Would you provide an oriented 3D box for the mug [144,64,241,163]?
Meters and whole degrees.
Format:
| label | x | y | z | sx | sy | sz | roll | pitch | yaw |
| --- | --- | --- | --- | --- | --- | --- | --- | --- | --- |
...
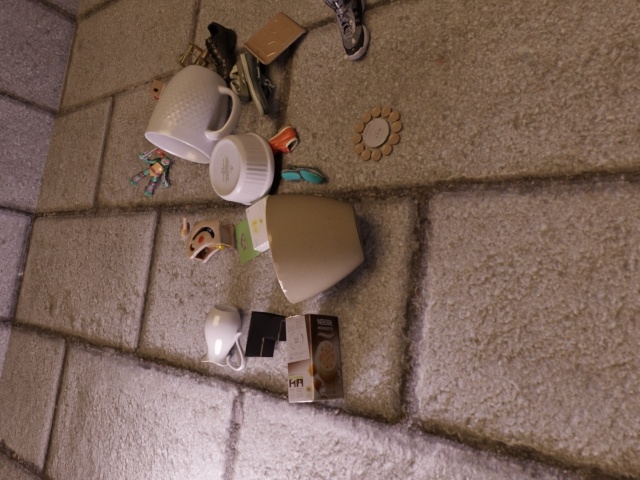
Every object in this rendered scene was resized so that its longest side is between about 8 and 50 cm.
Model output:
| label | x | y | z | sx | sy | sz | roll | pitch | yaw |
| --- | --- | --- | --- | --- | --- | --- | --- | --- | --- |
| mug | -0.473 | -0.507 | 2.015 | 0.374 | 0.276 | 0.327 | 13 | 80 | 31 |

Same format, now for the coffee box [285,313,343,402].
| label | x | y | z | sx | sy | sz | roll | pitch | yaw |
| --- | --- | --- | --- | --- | --- | --- | --- | --- | --- |
| coffee box | -0.019 | 0.349 | 1.509 | 0.098 | 0.141 | 0.246 | -16 | 70 | 36 |

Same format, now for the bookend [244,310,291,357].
| label | x | y | z | sx | sy | sz | roll | pitch | yaw |
| --- | --- | --- | --- | --- | --- | --- | --- | --- | --- |
| bookend | -0.161 | 0.321 | 1.675 | 0.157 | 0.072 | 0.156 | 3 | 82 | 39 |

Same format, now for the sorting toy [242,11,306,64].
| label | x | y | z | sx | sy | sz | roll | pitch | yaw |
| --- | --- | --- | --- | --- | --- | --- | --- | --- | --- |
| sorting toy | -0.176 | -0.775 | 1.954 | 0.208 | 0.038 | 0.193 | -39 | 55 | -1 |

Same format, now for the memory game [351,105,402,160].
| label | x | y | z | sx | sy | sz | roll | pitch | yaw |
| --- | --- | --- | --- | --- | --- | --- | --- | --- | --- |
| memory game | 0.177 | -0.338 | 1.606 | 0.186 | 0.012 | 0.186 | -10 | 73 | 37 |

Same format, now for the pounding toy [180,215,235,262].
| label | x | y | z | sx | sy | sz | roll | pitch | yaw |
| --- | --- | --- | --- | --- | --- | --- | --- | --- | --- |
| pounding toy | -0.467 | -0.003 | 1.949 | 0.270 | 0.155 | 0.154 | -1 | 75 | 41 |

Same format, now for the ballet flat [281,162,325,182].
| label | x | y | z | sx | sy | sz | roll | pitch | yaw |
| --- | --- | --- | --- | --- | --- | --- | --- | --- | --- |
| ballet flat | -0.053 | -0.239 | 1.739 | 0.189 | 0.070 | 0.070 | 12 | 87 | 36 |

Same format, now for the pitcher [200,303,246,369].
| label | x | y | z | sx | sy | sz | roll | pitch | yaw |
| --- | --- | --- | --- | --- | --- | --- | --- | --- | --- |
| pitcher | -0.328 | 0.343 | 1.788 | 0.178 | 0.125 | 0.207 | 14 | 99 | 20 |

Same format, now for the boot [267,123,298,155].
| label | x | y | z | sx | sy | sz | roll | pitch | yaw |
| --- | --- | --- | --- | --- | --- | --- | --- | --- | --- |
| boot | -0.147 | -0.341 | 1.841 | 0.158 | 0.059 | 0.084 | -41 | 62 | 23 |

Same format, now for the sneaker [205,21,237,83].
| label | x | y | z | sx | sy | sz | roll | pitch | yaw |
| --- | --- | --- | --- | --- | --- | --- | --- | --- | --- |
| sneaker | -0.425 | -0.784 | 2.128 | 0.109 | 0.130 | 0.286 | -23 | 67 | 31 |

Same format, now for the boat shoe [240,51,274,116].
| label | x | y | z | sx | sy | sz | roll | pitch | yaw |
| --- | --- | --- | --- | --- | --- | --- | --- | --- | --- |
| boat shoe | -0.229 | -0.605 | 1.935 | 0.099 | 0.116 | 0.319 | -15 | 59 | -6 |

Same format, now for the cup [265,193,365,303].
| label | x | y | z | sx | sy | sz | roll | pitch | yaw |
| --- | --- | --- | --- | --- | --- | --- | --- | --- | --- |
| cup | 0.000 | 0.000 | 1.501 | 0.237 | 0.331 | 0.330 | -13 | 68 | 8 |

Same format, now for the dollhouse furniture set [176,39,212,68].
| label | x | y | z | sx | sy | sz | roll | pitch | yaw |
| --- | --- | --- | --- | --- | --- | --- | --- | --- | --- |
| dollhouse furniture set | -0.567 | -0.762 | 2.215 | 0.181 | 0.101 | 0.161 | -56 | 35 | 5 |

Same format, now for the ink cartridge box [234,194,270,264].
| label | x | y | z | sx | sy | sz | roll | pitch | yaw |
| --- | --- | --- | --- | --- | --- | --- | --- | --- | --- |
| ink cartridge box | -0.238 | -0.036 | 1.840 | 0.235 | 0.056 | 0.171 | -29 | 62 | 29 |

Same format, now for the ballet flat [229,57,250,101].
| label | x | y | z | sx | sy | sz | roll | pitch | yaw |
| --- | --- | --- | --- | --- | --- | --- | --- | --- | --- |
| ballet flat | -0.332 | -0.654 | 2.050 | 0.072 | 0.068 | 0.213 | 122 | 139 | -61 |

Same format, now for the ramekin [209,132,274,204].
| label | x | y | z | sx | sy | sz | roll | pitch | yaw |
| --- | --- | --- | --- | --- | --- | --- | --- | --- | --- |
| ramekin | -0.298 | -0.263 | 1.856 | 0.273 | 0.127 | 0.272 | 3 | 95 | 46 |

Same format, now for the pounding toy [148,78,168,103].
| label | x | y | z | sx | sy | sz | roll | pitch | yaw |
| --- | --- | --- | --- | --- | --- | --- | --- | --- | --- |
| pounding toy | -0.713 | -0.664 | 2.329 | 0.141 | 0.130 | 0.100 | 30 | 98 | 39 |

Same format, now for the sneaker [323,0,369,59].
| label | x | y | z | sx | sy | sz | roll | pitch | yaw |
| --- | --- | --- | --- | --- | --- | --- | --- | --- | --- |
| sneaker | 0.080 | -0.745 | 1.693 | 0.101 | 0.153 | 0.268 | -13 | 71 | 37 |

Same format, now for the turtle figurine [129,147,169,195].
| label | x | y | z | sx | sy | sz | roll | pitch | yaw |
| --- | --- | --- | --- | --- | --- | --- | --- | --- | --- |
| turtle figurine | -0.743 | -0.311 | 2.281 | 0.234 | 0.118 | 0.175 | -39 | 98 | 27 |

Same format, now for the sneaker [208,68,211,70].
| label | x | y | z | sx | sy | sz | roll | pitch | yaw |
| --- | --- | --- | --- | --- | --- | --- | --- | --- | --- |
| sneaker | -0.515 | -0.717 | 2.250 | 0.109 | 0.040 | 0.043 | -28 | 34 | 37 |
